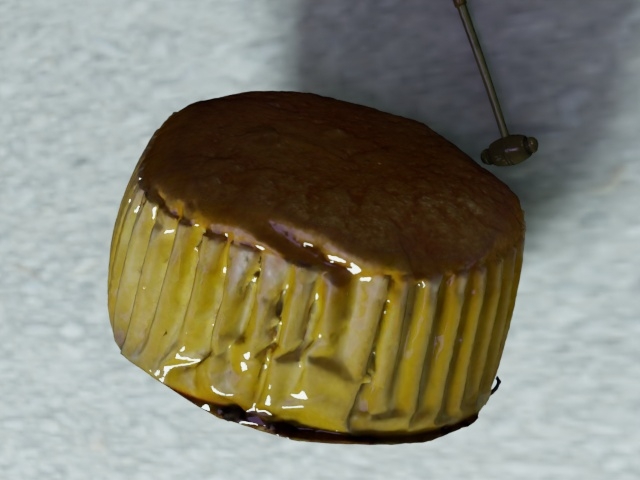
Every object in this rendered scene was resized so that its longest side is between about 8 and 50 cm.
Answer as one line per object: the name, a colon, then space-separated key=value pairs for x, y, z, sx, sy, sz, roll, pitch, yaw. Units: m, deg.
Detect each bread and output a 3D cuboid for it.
bread: x=-0.001 y=0.000 z=0.682 sx=0.199 sy=0.199 sz=0.104 roll=23 pitch=115 yaw=26

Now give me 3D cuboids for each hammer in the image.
hammer: x=0.072 y=-0.094 z=0.717 sx=0.029 sy=0.014 sz=0.123 roll=-18 pitch=92 yaw=27
